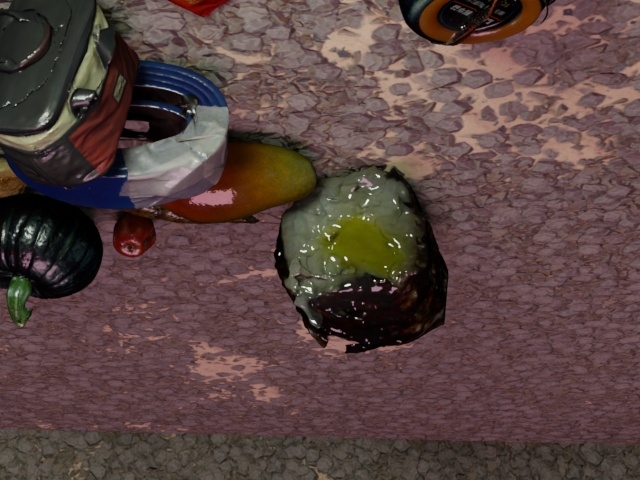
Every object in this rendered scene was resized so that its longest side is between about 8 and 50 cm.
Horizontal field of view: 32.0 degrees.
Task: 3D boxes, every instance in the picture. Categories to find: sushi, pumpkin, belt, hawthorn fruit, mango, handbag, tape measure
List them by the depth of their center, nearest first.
[{"bbox_3d":[0.202,-0.343,1.439,0.202,0.135,0.223,9,157,-42],"label":"tape measure"},{"bbox_3d":[-0.358,-0.216,1.536,0.181,0.254,0.181,2,154,20],"label":"handbag"},{"bbox_3d":[-0.313,-0.163,1.696,0.347,0.212,0.117,2,153,-7],"label":"belt"},{"bbox_3d":[-0.149,-0.107,1.925,0.289,0.129,0.146,-11,129,-6],"label":"mango"},{"bbox_3d":[-0.535,0.040,2.077,0.248,0.248,0.248,-1,154,0],"label":"pumpkin"},{"bbox_3d":[0.075,0.047,2.081,0.299,0.281,0.294,-20,152,5],"label":"sushi"},{"bbox_3d":[-0.362,-0.008,2.161,0.093,0.093,0.093,-1,154,0],"label":"hawthorn fruit"}]

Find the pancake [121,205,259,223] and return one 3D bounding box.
[{"bbox_3d":[-0.283,-0.083,2.049,0.377,0.054,0.197,9,152,-22],"label":"pancake"}]

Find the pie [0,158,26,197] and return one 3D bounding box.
[{"bbox_3d":[-0.627,-0.105,1.936,0.282,0.068,0.128,-4,162,-32],"label":"pie"}]

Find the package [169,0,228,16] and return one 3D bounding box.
[{"bbox_3d":[-0.210,-0.357,1.515,0.200,0.022,0.083,18,148,-38],"label":"package"}]
